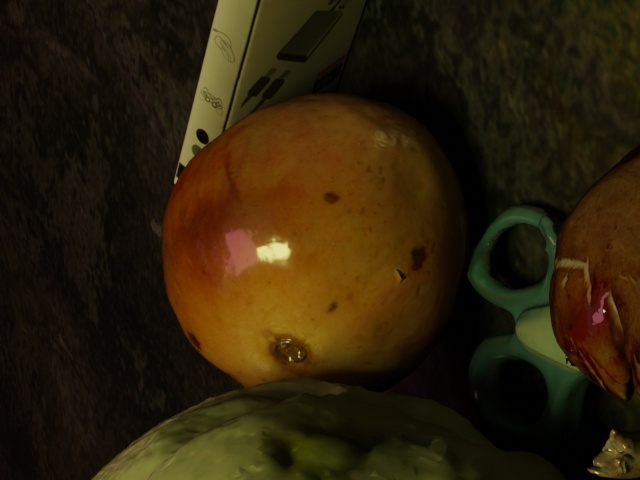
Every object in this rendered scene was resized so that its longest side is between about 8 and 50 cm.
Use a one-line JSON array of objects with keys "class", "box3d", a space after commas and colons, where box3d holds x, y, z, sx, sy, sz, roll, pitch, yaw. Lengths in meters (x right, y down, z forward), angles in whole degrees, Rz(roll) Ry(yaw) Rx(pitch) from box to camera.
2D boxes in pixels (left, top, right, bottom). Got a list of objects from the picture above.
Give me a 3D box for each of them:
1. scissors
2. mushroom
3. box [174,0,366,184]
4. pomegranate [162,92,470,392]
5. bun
[{"class": "scissors", "box3d": [0.158, 0.051, 0.787, 0.289, 0.041, 0.138, 3, 94, 63]}, {"class": "mushroom", "box3d": [0.150, 0.023, 0.691, 0.135, 0.080, 0.170, -6, 68, 69]}, {"class": "box", "box3d": [-0.019, -0.134, 0.966, 0.033, 0.129, 0.247, 40, 142, 17]}, {"class": "pomegranate", "box3d": [0.001, 0.004, 0.932, 0.191, 0.191, 0.191, 37, 133, 54]}, {"class": "bun", "box3d": [0.044, 0.196, 0.816, 0.219, 0.365, 0.365, -59, 26, -11]}]
